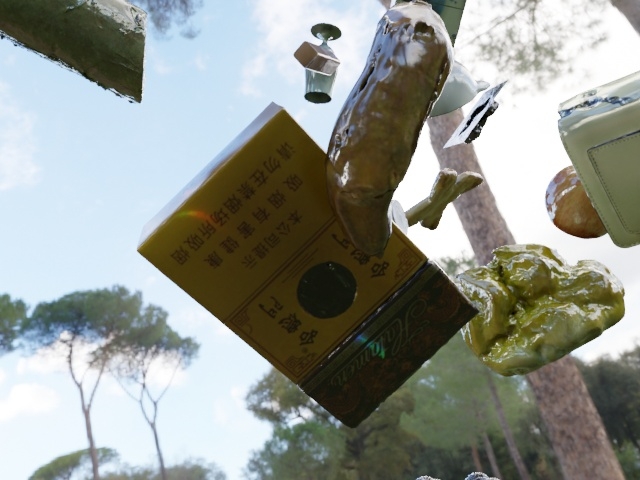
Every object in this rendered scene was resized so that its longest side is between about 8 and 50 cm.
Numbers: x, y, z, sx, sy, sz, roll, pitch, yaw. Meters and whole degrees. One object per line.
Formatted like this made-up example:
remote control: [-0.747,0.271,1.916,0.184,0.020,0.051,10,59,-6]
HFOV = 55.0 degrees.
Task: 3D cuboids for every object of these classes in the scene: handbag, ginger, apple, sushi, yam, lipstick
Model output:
handbag: [0.550,-0.161,0.861,0.359,0.160,0.236,-20,-60,36]
ginger: [0.077,-0.145,0.702,0.107,0.309,0.133,20,-13,-2]
apple: [0.504,-0.079,1.176,0.147,0.146,0.130,-5,-45,-24]
sushi: [0.474,-0.357,1.829,0.219,0.047,0.231,-54,5,2]
yam: [-0.428,-0.378,1.081,0.305,0.167,0.168,25,-43,-21]
lipstick: [-0.005,-0.386,1.312,0.045,0.045,0.145,-43,-8,22]

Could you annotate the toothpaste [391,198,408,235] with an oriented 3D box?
toothpaste: [0.000,0.000,1.059,0.300,0.113,0.073,-16,-7,25]

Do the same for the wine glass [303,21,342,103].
wine glass: [0.004,-0.472,1.653,0.093,0.202,0.093,7,-14,2]

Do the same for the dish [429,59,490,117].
dish: [0.199,-0.324,1.228,0.237,0.228,0.086,-20,-59,-9]

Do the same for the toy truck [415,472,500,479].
toy truck: [0.269,0.540,1.260,0.286,0.111,0.136,0,-16,-3]

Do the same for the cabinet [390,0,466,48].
cabinet: [0.232,-0.528,1.307,0.145,0.150,0.205,11,-69,-2]

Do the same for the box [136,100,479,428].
box: [-0.006,0.044,0.861,0.264,0.116,0.415,-44,-70,3]

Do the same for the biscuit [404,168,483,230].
biscuit: [0.301,-0.104,1.581,0.164,0.047,0.208,0,-40,-43]

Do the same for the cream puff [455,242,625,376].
cream puff: [0.448,0.122,1.305,0.324,0.257,0.291,-37,-9,26]
